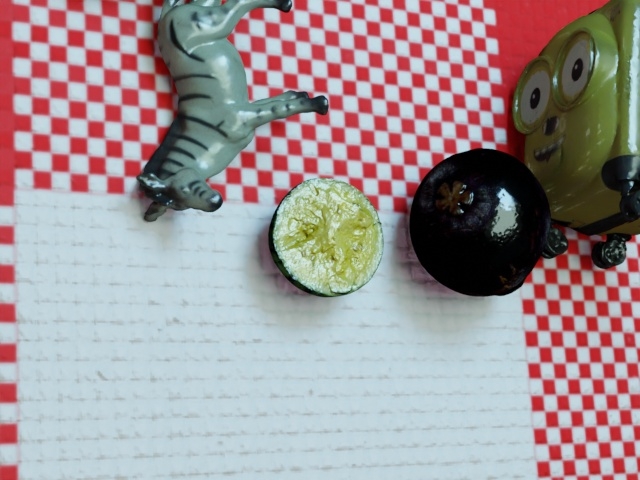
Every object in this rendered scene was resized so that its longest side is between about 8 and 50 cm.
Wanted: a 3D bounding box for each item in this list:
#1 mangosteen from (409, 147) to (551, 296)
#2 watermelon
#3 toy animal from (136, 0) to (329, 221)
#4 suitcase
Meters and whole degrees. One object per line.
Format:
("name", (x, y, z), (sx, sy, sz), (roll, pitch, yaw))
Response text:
("mangosteen", (0.152, -0.011, 1.221), (0.151, 0.137, 0.137), (37, 57, -57))
("watermelon", (0.000, 0.000, 1.156), (0.106, 0.062, 0.105), (4, 79, -22))
("toy animal", (-0.094, -0.130, 1.131), (0.176, 0.073, 0.216), (-17, 83, -17))
("suitcase", (0.280, -0.110, 1.267), (0.143, 0.194, 0.234), (10, 73, -17))
